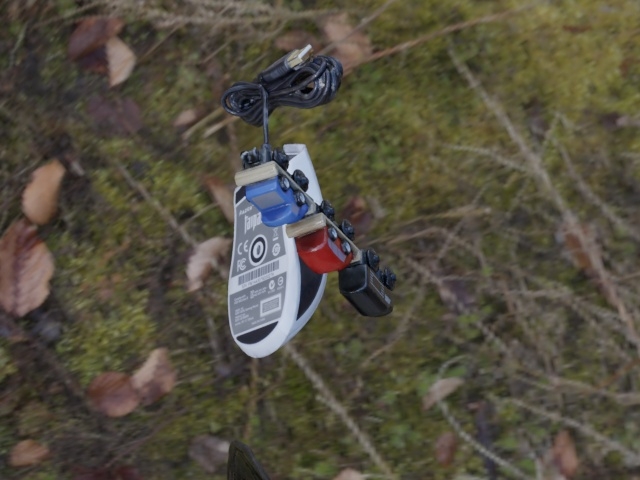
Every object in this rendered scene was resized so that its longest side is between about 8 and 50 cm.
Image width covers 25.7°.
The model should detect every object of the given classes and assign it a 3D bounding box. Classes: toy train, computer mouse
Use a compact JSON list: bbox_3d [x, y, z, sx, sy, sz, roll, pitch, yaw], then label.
[{"bbox_3d":[0.000,0.000,0.752,0.158,0.027,0.036,46,36,-48],"label":"toy train"},{"bbox_3d":[-0.023,-0.020,0.857,0.042,0.106,0.193,15,67,-36],"label":"computer mouse"}]

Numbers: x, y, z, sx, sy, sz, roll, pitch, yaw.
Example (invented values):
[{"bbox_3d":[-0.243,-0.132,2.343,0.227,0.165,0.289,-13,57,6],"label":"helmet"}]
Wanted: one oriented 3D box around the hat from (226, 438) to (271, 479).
[{"bbox_3d":[-0.041,0.340,1.187,0.134,0.331,0.331,-27,92,-19],"label":"hat"}]
